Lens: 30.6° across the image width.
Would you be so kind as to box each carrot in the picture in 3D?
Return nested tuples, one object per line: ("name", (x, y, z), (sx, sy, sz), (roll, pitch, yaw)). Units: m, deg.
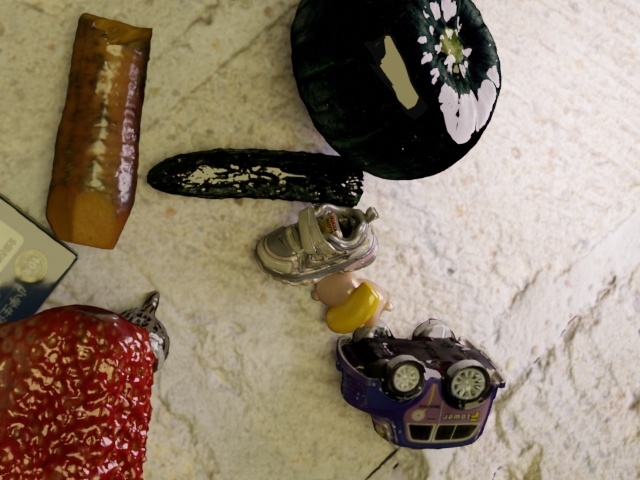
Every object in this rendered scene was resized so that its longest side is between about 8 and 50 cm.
("carrot", (-0.283, -0.142, 1.514), (0.114, 0.114, 0.302), (8, 91, -22))

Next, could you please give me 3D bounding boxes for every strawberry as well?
("strawberry", (-0.335, 0.234, 1.409), (0.312, 0.267, 0.351), (19, 109, -34))

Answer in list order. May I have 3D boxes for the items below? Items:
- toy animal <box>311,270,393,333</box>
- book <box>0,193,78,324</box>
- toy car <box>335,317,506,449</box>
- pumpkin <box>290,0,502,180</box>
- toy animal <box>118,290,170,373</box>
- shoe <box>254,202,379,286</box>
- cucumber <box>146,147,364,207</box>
("toy animal", (0.045, 0.086, 1.688), (0.082, 0.114, 0.091), (-4, 122, -54))
("book", (-0.555, 0.007, 1.453), (0.428, 0.039, 0.300), (41, 80, -20))
("toy car", (0.134, 0.212, 1.686), (0.235, 0.172, 0.158), (5, 107, -18))
("pumpkin", (0.091, -0.238, 1.591), (0.315, 0.238, 0.315), (9, 76, -40))
("toy animal", (-0.240, 0.130, 1.561), (0.098, 0.098, 0.137), (35, 77, -20))
("shoe", (0.000, 0.000, 1.626), (0.180, 0.092, 0.089), (-9, 59, -14))
("cucumber", (-0.087, -0.089, 1.612), (0.303, 0.072, 0.081), (3, 130, -23))
